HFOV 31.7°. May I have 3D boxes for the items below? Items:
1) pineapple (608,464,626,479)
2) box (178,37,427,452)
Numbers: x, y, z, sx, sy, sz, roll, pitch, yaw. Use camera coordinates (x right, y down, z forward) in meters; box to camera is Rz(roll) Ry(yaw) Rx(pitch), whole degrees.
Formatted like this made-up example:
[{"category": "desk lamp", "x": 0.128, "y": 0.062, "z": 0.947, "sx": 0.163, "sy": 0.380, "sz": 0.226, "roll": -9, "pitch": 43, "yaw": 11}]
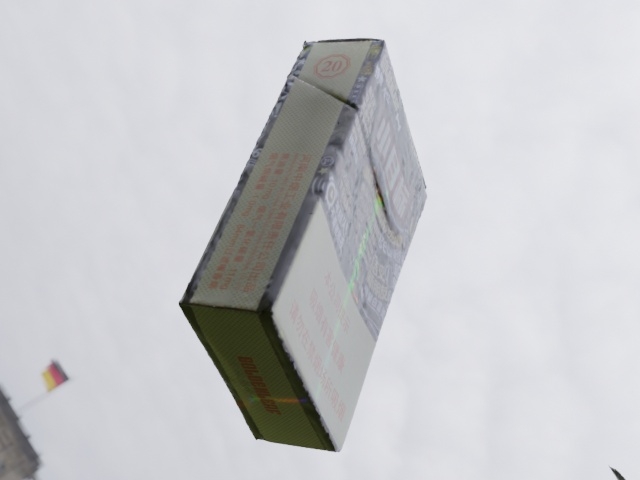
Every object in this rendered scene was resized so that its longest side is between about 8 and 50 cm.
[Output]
[{"category": "pineapple", "x": 0.195, "y": 0.251, "z": 0.660, "sx": 0.165, "sy": 0.364, "sz": 0.166, "roll": 18, "pitch": -47, "yaw": 20}, {"category": "box", "x": 0.000, "y": 0.000, "z": 0.974, "sx": 0.084, "sy": 0.310, "sz": 0.198, "roll": 3, "pitch": -40, "yaw": 23}]
